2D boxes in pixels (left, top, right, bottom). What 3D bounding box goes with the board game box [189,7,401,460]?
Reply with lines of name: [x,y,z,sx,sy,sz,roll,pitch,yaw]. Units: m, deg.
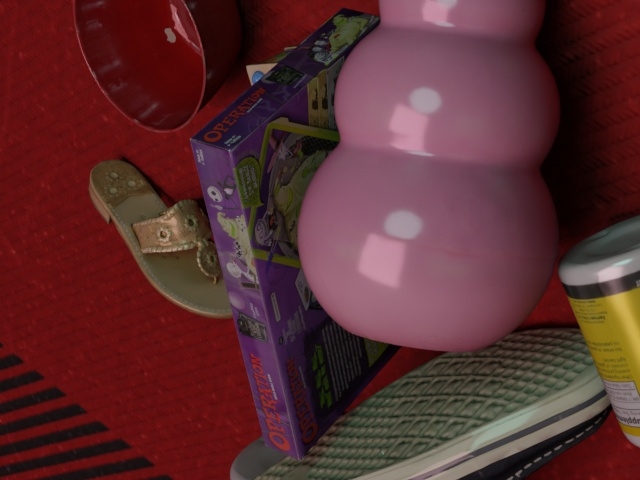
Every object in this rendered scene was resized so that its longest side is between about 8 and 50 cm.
board game box: [0.000,0.000,1.362,0.056,0.208,0.347,16,136,29]

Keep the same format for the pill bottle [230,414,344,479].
pill bottle: [0.019,0.338,1.643,0.160,0.160,0.283,3,116,46]

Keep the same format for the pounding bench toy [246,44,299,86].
pounding bench toy: [-0.023,-0.131,1.462,0.052,0.065,0.083,2,116,46]

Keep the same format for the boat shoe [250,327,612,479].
boat shoe: [0.071,0.241,1.428,0.500,0.187,0.156,-35,105,21]

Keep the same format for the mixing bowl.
mixing bowl: [-0.141,-0.205,1.514,0.181,0.098,0.181,26,131,33]

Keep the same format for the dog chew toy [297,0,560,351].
dog chew toy: [0.095,-0.085,1.245,0.206,0.206,0.332,11,96,42]

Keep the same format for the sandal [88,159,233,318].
sandal: [-0.162,-0.019,1.664,0.240,0.088,0.079,44,145,25]

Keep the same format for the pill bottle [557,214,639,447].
pill bottle: [0.277,0.090,1.245,0.119,0.119,0.208,-13,105,50]
